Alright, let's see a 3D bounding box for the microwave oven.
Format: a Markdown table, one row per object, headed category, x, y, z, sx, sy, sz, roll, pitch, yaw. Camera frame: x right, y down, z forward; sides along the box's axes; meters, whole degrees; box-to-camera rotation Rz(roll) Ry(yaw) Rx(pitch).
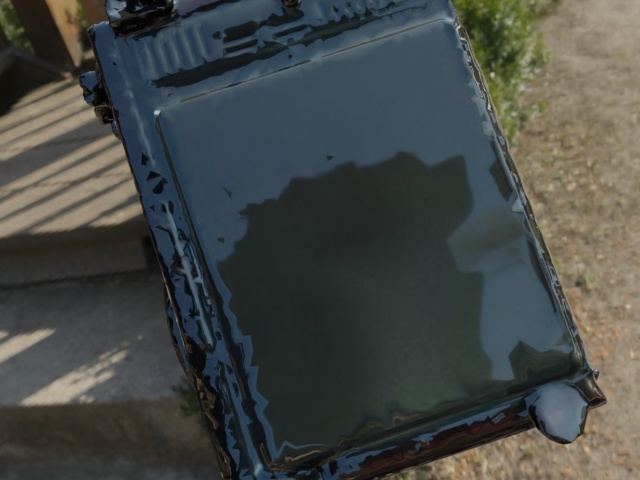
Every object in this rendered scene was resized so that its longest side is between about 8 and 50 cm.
| category | x | y | z | sx | sy | sz | roll | pitch | yaw |
| --- | --- | --- | --- | --- | --- | --- | --- | --- | --- |
| microwave oven | 0.001 | 0.000 | 0.456 | 0.188 | 0.247 | 0.178 | -17 | -10 | -5 |
